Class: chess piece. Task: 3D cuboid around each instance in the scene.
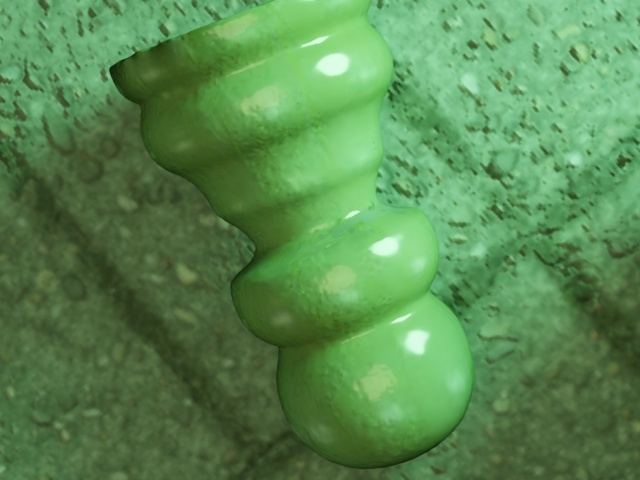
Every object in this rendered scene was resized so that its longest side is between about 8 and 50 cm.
[{"bbox_3d":[0.000,0.000,0.785,0.144,0.144,0.251,-20,97,8],"label":"chess piece"}]
